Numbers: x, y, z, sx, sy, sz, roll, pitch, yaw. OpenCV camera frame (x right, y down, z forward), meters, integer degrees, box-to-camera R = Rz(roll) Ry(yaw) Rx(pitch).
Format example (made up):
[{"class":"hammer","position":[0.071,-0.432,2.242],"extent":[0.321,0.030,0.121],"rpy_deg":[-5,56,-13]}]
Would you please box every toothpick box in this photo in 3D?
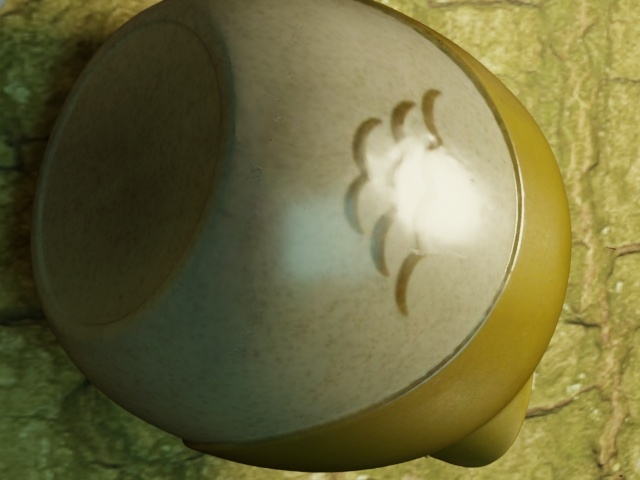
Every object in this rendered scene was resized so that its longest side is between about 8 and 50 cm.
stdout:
[{"class":"toothpick box","position":[0.000,0.000,1.559],"extent":[0.425,0.409,0.409],"rpy_deg":[18,92,-36]}]

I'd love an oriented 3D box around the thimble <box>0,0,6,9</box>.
[{"class":"thimble","position":[-0.291,-0.261,1.434],"extent":[0.151,0.127,0.118],"rpy_deg":[42,76,-37]}]
